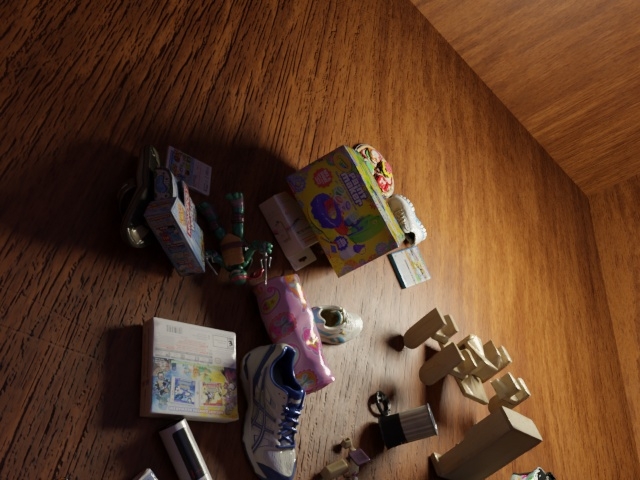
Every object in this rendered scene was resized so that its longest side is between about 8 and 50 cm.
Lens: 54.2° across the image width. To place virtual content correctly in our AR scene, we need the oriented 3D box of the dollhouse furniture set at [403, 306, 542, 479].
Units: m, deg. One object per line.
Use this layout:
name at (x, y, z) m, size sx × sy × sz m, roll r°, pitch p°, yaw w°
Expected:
dollhouse furniture set at (0.419, 0.465, 1.829) m, size 0.362 × 0.256 × 0.394 m, roll 30°, pitch 26°, yaw -35°

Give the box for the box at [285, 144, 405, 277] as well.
box at (0.078, -0.082, 1.672) m, size 0.289 × 0.177 × 0.279 m, roll 62°, pitch 12°, yaw 2°

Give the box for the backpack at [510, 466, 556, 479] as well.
backpack at (0.605, 0.811, 1.786) m, size 0.225 × 0.191 × 0.253 m, roll 54°, pitch 30°, yaw -7°

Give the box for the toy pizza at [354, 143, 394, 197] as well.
toy pizza at (0.186, -0.237, 2.092) m, size 0.201 × 0.032 × 0.201 m, roll 27°, pitch 49°, yaw -36°

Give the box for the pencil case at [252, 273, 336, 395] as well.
pencil case at (-0.063, 0.220, 1.451) m, size 0.124 × 0.124 × 0.284 m, roll -8°, pitch 74°, yaw -51°

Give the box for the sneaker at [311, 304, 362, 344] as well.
sneaker at (0.040, 0.212, 1.593) m, size 0.229 × 0.092 × 0.087 m, roll 8°, pitch 60°, yaw -48°

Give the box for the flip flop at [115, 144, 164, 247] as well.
flip flop at (-0.383, -0.093, 1.305) m, size 0.112 × 0.080 × 0.277 m, roll 75°, pitch 7°, yaw -50°

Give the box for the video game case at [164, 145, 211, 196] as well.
video game case at (-0.314, -0.164, 1.485) m, size 0.122 × 0.011 × 0.087 m, roll 27°, pitch 50°, yaw -37°

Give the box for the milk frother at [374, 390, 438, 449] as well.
milk frother at (0.217, 0.447, 1.613) m, size 0.129 × 0.135 × 0.143 m, roll 36°, pitch 37°, yaw -77°

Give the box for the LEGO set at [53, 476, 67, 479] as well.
LEGO set at (-0.424, 0.470, 0.895) m, size 0.182 × 0.060 × 0.244 m, roll 51°, pitch 49°, yaw -12°

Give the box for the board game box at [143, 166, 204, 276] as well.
board game box at (-0.302, -0.053, 1.303) m, size 0.194 × 0.060 × 0.194 m, roll 71°, pitch 9°, yaw -62°

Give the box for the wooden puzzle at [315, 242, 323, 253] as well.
wooden puzzle at (0.000, 0.000, 1.749) m, size 0.049 × 0.006 × 0.083 m, roll 10°, pitch 60°, yaw -46°

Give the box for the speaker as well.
speaker at (-0.251, 0.405, 1.166) m, size 0.055 × 0.055 × 0.136 m, roll -19°, pitch 83°, yaw -52°

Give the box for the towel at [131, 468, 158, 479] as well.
towel at (-0.285, 0.557, 1.048) m, size 0.285 × 0.034 × 0.209 m, roll 57°, pitch 38°, yaw -6°

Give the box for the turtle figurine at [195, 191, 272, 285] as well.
turtle figurine at (-0.204, 0.015, 1.423) m, size 0.175 × 0.118 × 0.234 m, roll -13°, pitch 72°, yaw -10°

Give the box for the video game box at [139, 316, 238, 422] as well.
video game box at (-0.259, 0.263, 1.252) m, size 0.205 × 0.048 × 0.187 m, roll 20°, pitch 52°, yaw -41°

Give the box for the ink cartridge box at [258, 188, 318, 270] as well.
ink cartridge box at (-0.064, -0.031, 1.644) m, size 0.115 × 0.067 × 0.198 m, roll -28°, pitch 90°, yaw -54°

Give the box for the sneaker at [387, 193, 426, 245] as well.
sneaker at (0.278, -0.064, 2.063) m, size 0.190 × 0.071 × 0.083 m, roll 55°, pitch 43°, yaw -8°

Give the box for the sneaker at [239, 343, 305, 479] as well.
sneaker at (-0.091, 0.362, 1.317) m, size 0.112 × 0.131 × 0.296 m, roll 8°, pitch 63°, yaw -49°

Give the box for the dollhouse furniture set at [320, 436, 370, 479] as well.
dollhouse furniture set at (0.042, 0.534, 1.462) m, size 0.114 × 0.091 × 0.081 m, roll -14°, pitch 120°, yaw -30°

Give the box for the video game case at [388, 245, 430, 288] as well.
video game case at (0.291, 0.085, 2.025) m, size 0.166 × 0.015 × 0.119 m, roll -13°, pitch 77°, yaw -51°
